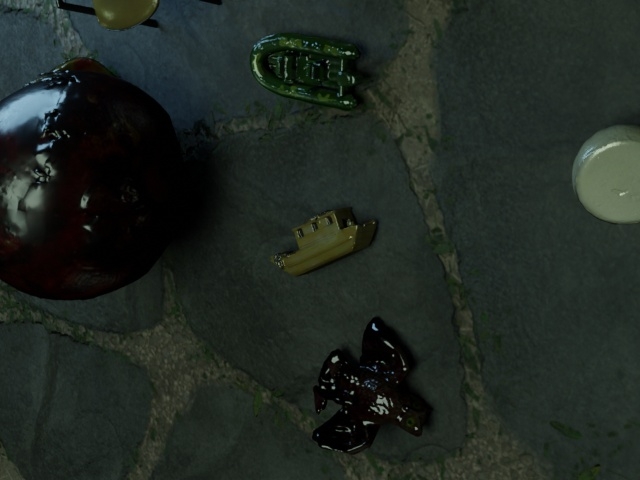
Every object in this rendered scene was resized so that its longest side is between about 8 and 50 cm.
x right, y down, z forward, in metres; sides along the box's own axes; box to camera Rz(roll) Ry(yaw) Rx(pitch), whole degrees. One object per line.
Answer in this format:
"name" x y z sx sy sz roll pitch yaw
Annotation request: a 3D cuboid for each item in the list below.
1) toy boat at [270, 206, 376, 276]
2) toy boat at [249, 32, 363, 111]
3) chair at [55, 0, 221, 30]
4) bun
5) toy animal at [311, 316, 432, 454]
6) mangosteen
"toy boat" 0.000 0.000 2.011 0.200 0.057 0.077 -25 82 41
"toy boat" -0.020 -0.257 1.951 0.210 0.052 0.104 16 115 34
"chair" -0.309 -0.414 2.009 0.158 0.247 0.172 -10 98 41
"bun" 0.388 -0.096 1.649 0.138 0.094 0.138 5 131 6
"toy animal" 0.083 0.238 2.011 0.179 0.116 0.218 25 91 1
"mangosteen" -0.393 -0.103 2.121 0.381 0.421 0.381 -2 115 -5
